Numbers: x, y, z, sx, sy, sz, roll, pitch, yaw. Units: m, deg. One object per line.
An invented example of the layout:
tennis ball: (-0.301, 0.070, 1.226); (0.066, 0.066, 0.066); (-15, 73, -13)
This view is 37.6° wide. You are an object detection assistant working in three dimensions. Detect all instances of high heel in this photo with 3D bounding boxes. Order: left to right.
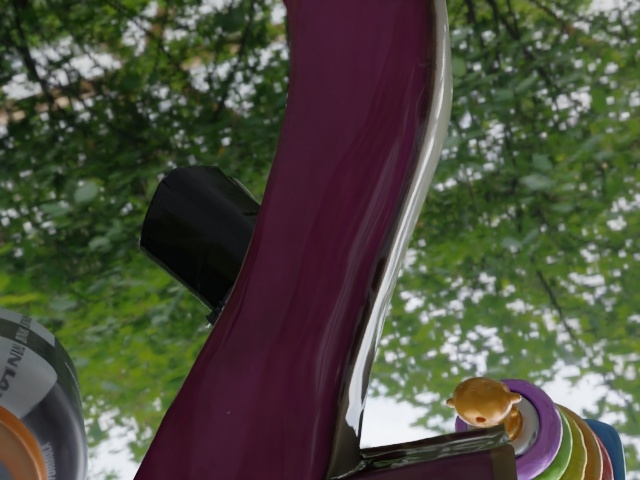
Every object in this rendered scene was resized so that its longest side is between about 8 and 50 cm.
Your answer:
high heel: (-0.033, -0.020, 0.371); (0.181, 0.378, 0.127); (-9, 167, 8)

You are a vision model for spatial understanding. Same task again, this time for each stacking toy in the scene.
stacking toy: (0.190, 0.203, 0.929); (0.175, 0.302, 0.166); (-8, -125, 24)

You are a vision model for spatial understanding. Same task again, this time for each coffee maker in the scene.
coffee maker: (-0.082, 0.008, 0.873); (0.178, 0.171, 0.120); (36, -90, 31)

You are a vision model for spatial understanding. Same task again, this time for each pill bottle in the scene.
pill bottle: (-0.191, 0.108, 0.504); (0.130, 0.131, 0.245); (-21, -173, -15)
